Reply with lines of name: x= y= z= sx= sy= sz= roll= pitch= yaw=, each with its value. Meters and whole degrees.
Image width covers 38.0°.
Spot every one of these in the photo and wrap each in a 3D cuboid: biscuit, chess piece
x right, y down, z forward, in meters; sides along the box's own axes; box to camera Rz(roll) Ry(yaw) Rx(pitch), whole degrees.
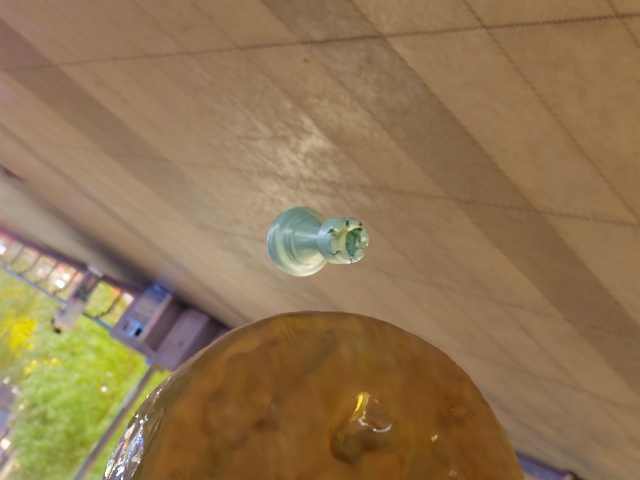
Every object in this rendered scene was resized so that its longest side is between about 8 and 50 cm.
biscuit: x=0.041 y=0.197 z=0.391 sx=0.355 sy=0.275 sz=0.052 roll=55 pitch=141 yaw=-5
chess piece: x=0.000 y=0.000 z=0.863 sx=0.067 sy=0.067 sz=0.103 roll=39 pitch=161 yaw=-23
